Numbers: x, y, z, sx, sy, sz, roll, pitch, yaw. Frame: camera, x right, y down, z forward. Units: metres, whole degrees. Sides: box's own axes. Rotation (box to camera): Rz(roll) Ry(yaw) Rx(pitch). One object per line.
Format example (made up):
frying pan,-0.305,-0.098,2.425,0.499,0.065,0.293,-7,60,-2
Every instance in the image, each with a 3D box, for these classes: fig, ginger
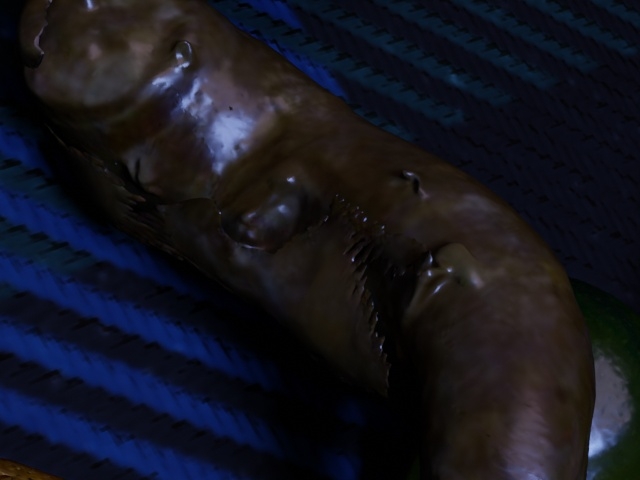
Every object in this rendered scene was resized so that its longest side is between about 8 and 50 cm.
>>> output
fig,0.084,0.094,0.671,0.177,0.117,0.117,-38,87,-32
ginger,0.003,-0.002,0.626,0.309,0.107,0.133,39,11,19

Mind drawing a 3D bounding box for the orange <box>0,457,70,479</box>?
orange,-0.113,0.170,0.388,0.240,0.240,0.240,17,54,-26
